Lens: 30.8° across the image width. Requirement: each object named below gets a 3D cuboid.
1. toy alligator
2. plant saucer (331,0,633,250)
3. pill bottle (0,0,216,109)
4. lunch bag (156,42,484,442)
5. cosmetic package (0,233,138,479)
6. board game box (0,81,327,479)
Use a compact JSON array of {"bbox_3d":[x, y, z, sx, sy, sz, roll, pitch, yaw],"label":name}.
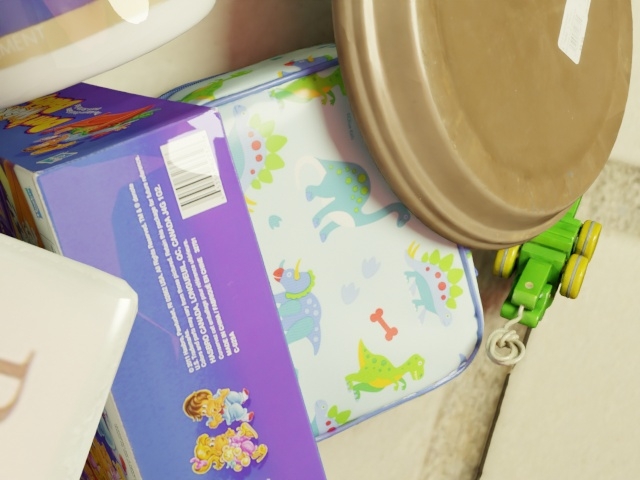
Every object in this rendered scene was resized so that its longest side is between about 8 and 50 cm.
[{"bbox_3d":[0.139,0.029,0.757,0.189,0.056,0.051,-57,158,-43],"label":"toy alligator"},{"bbox_3d":[0.112,-0.133,0.686,0.278,0.041,0.277,1,89,-47],"label":"plant saucer"},{"bbox_3d":[-0.162,-0.204,0.528,0.153,0.153,0.264,-29,111,-19],"label":"pill bottle"},{"bbox_3d":[0.000,0.000,0.685,0.176,0.090,0.219,-23,109,-21],"label":"lunch bag"},{"bbox_3d":[-0.322,0.099,0.365,0.394,0.327,0.329,21,81,-21],"label":"cosmetic package"},{"bbox_3d":[-0.079,0.100,0.585,0.078,0.233,0.347,-23,109,-21],"label":"board game box"}]
